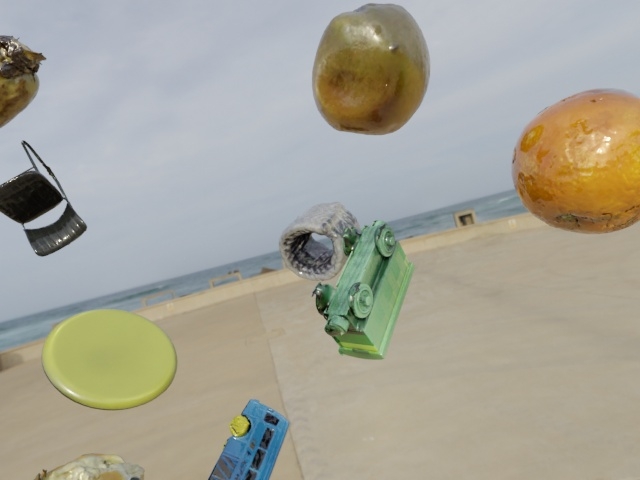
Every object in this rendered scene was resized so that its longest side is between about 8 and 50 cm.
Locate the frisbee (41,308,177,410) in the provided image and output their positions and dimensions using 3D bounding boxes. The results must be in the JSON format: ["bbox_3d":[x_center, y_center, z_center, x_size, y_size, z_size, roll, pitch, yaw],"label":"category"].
[{"bbox_3d":[-0.384,0.211,0.802,0.236,0.236,0.017,-15,-39,-57],"label":"frisbee"}]

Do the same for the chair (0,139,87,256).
[{"bbox_3d":[-0.664,-0.091,0.984,0.140,0.221,0.145,-37,-24,-17],"label":"chair"}]

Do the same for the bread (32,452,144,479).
[{"bbox_3d":[-0.616,0.744,0.992,0.250,0.394,0.361,25,2,-13],"label":"bread"}]

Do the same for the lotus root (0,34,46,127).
[{"bbox_3d":[-0.748,-0.334,0.938,0.314,0.141,0.169,-42,-31,1],"label":"lotus root"}]

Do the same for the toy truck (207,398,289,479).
[{"bbox_3d":[-0.209,0.608,1.094,0.162,0.161,0.385,21,37,5],"label":"toy truck"}]

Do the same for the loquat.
[{"bbox_3d":[0.114,-0.386,0.987,0.276,0.283,0.276,-6,34,4],"label":"loquat"}]

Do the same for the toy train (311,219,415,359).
[{"bbox_3d":[0.102,0.103,0.944,0.120,0.202,0.301,-2,46,35],"label":"toy train"}]

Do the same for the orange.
[{"bbox_3d":[0.461,-0.132,0.736,0.246,0.246,0.246,-15,0,0],"label":"orange"}]

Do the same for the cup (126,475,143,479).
[{"bbox_3d":[-0.290,0.411,0.620,0.116,0.074,0.104,-37,-36,-14],"label":"cup"}]

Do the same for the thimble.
[{"bbox_3d":[0.000,0.000,1.345,0.245,0.217,0.157,-44,7,44],"label":"thimble"}]
